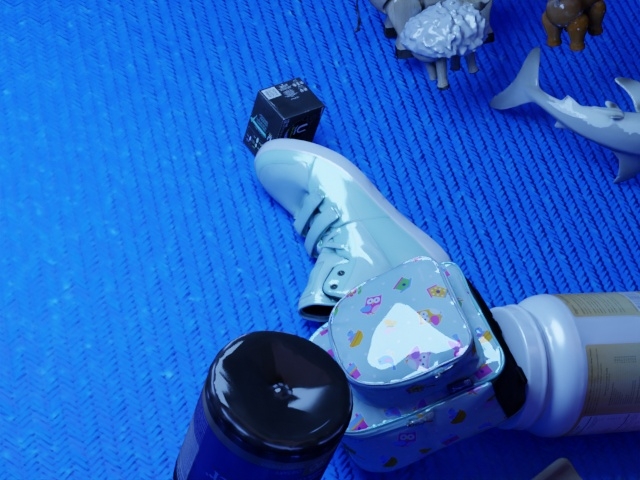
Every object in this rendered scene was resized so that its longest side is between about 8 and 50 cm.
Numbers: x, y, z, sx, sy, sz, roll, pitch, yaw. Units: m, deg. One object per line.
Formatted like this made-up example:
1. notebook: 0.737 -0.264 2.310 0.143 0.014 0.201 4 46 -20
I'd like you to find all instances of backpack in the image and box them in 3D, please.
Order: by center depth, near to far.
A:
1. backpack: 0.077 0.120 1.322 0.188 0.144 0.166 -32 47 10

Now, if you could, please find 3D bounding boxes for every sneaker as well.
1. sneaker: 0.000 0.000 1.463 0.256 0.094 0.151 38 51 16

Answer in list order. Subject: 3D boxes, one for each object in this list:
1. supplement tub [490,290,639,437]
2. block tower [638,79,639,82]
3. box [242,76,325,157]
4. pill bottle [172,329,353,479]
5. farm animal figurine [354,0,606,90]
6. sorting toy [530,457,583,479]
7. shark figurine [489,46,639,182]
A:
1. supplement tub: 0.269 0.124 1.414 0.199 0.144 0.144 -1 51 -21
2. block tower: 0.589 -0.191 1.846 0.335 0.097 0.091 -1 51 -18
3. box: -0.042 -0.131 1.567 0.062 0.083 0.052 -22 60 -33
4. pill bottle: -0.058 0.185 1.191 0.123 0.219 0.123 10 48 -11
5. farm animal figurine: 0.188 -0.351 1.739 0.326 0.172 0.330 -21 34 -18
6. sorting toy: 0.203 0.357 1.264 0.307 0.041 0.229 -28 69 -36
7. shark figurine: 0.349 -0.126 1.689 0.278 0.116 0.166 9 42 -3
